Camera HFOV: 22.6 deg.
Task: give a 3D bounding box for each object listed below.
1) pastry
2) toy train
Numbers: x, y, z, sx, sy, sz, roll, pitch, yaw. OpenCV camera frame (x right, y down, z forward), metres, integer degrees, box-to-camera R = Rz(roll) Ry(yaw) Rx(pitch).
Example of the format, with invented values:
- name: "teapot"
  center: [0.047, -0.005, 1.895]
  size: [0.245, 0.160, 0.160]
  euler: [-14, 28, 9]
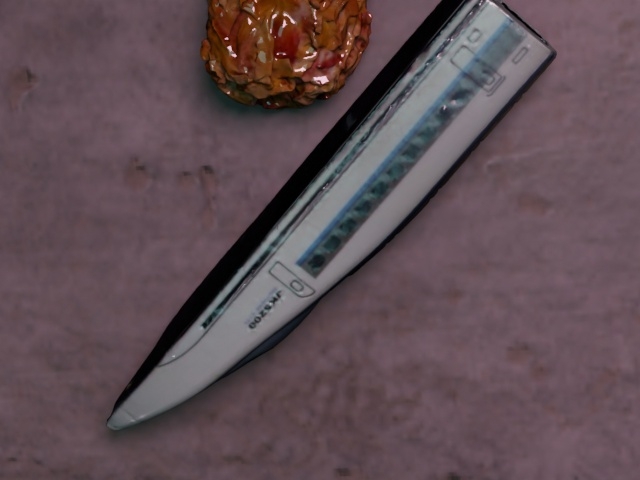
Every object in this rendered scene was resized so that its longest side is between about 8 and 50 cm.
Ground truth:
- name: "pastry"
  center: [-0.014, -0.134, 0.650]
  size: [0.087, 0.063, 0.169]
  euler: [3, 103, 11]
- name: "toy train"
  center: [-0.001, 0.000, 0.683]
  size: [0.048, 0.055, 0.252]
  euler: [39, 105, -9]
